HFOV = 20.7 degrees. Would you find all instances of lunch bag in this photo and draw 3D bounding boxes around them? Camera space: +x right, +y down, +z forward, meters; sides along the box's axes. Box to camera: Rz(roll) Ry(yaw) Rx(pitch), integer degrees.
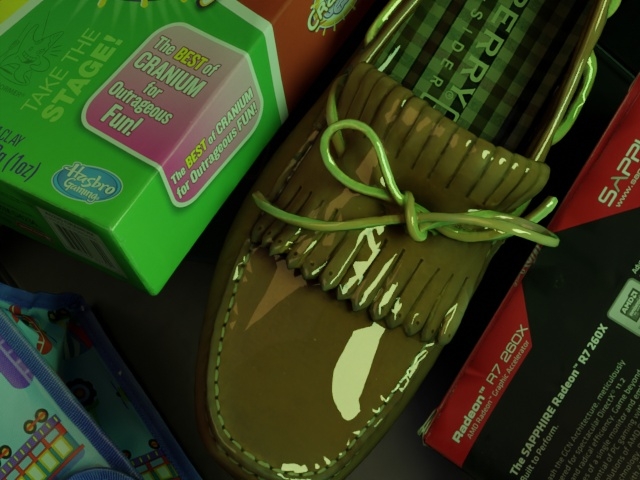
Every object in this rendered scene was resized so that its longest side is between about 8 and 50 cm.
[{"bbox_3d":[-0.166,0.204,1.039,0.221,0.138,0.293,-45,70,11],"label":"lunch bag"}]

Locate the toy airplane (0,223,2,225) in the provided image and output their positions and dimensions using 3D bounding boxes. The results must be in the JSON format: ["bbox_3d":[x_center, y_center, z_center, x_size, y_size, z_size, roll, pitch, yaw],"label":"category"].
[{"bbox_3d":[-0.321,-0.166,1.179,0.384,0.272,0.386,-4,58,-9],"label":"toy airplane"}]

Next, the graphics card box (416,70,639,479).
[{"bbox_3d":[0.254,0.098,0.819,0.371,0.094,0.232,33,93,35],"label":"graphics card box"}]

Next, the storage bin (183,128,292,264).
[{"bbox_3d":[-0.081,-0.035,1.045,0.098,0.135,0.091,16,95,38],"label":"storage bin"}]

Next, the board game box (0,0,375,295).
[{"bbox_3d":[-0.101,-0.147,0.982,0.242,0.064,0.316,23,67,30],"label":"board game box"}]

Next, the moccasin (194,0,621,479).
[{"bbox_3d":[0.058,-0.040,0.901,0.139,0.147,0.380,37,74,-1],"label":"moccasin"}]
